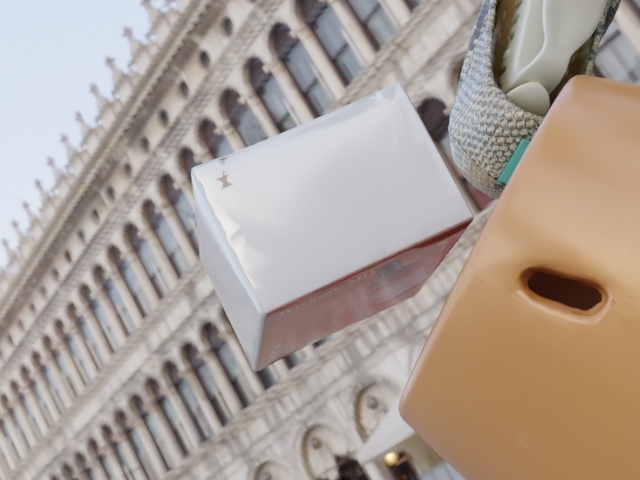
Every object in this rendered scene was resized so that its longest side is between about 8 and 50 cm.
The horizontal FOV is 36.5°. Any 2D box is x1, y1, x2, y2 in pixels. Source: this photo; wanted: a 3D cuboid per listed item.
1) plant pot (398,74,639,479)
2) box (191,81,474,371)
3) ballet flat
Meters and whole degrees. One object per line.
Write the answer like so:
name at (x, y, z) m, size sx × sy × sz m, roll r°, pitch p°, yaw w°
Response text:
plant pot at (0.173, 0.047, 0.487) m, size 0.290 × 0.204 × 0.291 m, roll -58°, pitch -11°, yaw -18°
box at (0.000, 0.000, 0.591) m, size 0.130 × 0.091 × 0.170 m, roll -24°, pitch -13°, yaw -11°
ballet flat at (0.243, -0.269, 0.986) m, size 0.164 × 0.482 × 0.182 m, roll 18°, pitch -28°, yaw -3°
